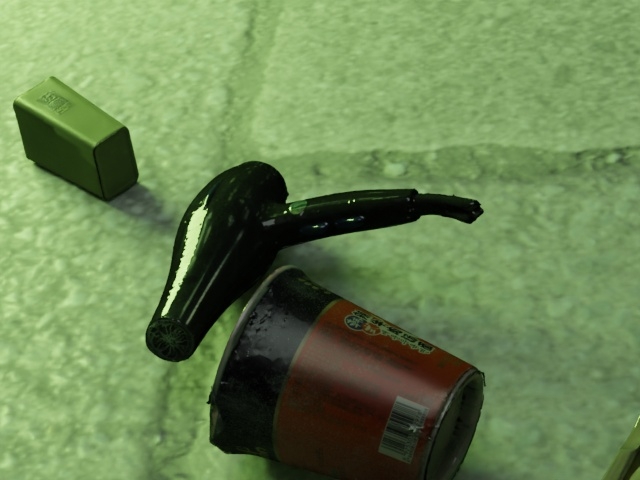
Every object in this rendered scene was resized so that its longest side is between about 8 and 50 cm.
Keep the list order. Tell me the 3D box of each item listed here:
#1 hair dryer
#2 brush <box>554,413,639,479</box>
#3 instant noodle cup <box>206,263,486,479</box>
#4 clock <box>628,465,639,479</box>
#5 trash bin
[{"bbox_3d":[0.000,0.000,1.244,0.219,0.075,0.195,-10,29,22],"label":"hair dryer"},{"bbox_3d":[0.170,0.137,1.097,0.050,0.060,0.321,6,41,34],"label":"brush"},{"bbox_3d":[0.020,0.093,1.139,0.135,0.127,0.127,20,48,20],"label":"instant noodle cup"},{"bbox_3d":[0.340,0.154,0.969,0.309,0.114,0.284,-28,33,-30],"label":"clock"},{"bbox_3d":[-0.180,-0.075,1.418,0.092,0.061,0.043,30,54,34],"label":"trash bin"}]
